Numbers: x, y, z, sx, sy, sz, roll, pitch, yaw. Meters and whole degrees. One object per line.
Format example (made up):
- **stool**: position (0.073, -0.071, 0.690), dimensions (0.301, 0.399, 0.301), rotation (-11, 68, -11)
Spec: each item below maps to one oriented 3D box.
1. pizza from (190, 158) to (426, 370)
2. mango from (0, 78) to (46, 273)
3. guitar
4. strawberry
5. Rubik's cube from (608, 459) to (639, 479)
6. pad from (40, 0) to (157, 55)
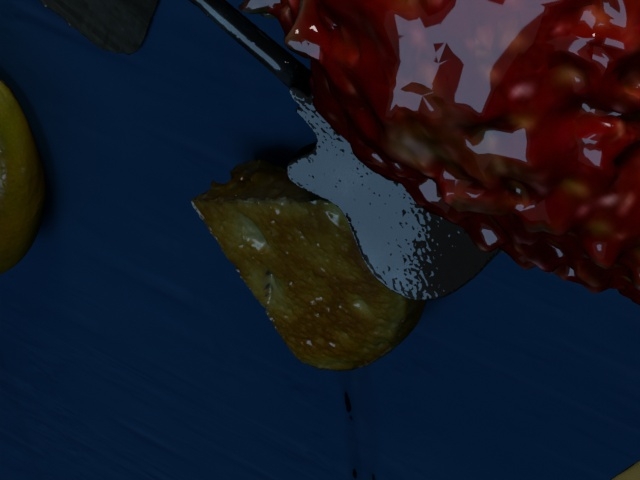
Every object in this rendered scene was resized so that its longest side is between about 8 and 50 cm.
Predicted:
- **pizza**: position (0.001, 0.000, 0.882), dimensions (0.134, 0.046, 0.175), rotation (39, 149, 0)
- **mango**: position (-0.218, -0.038, 1.056), dimensions (0.101, 0.066, 0.187), rotation (34, 140, 8)
- **guitar**: position (-0.006, -0.068, 0.774), dimensions (0.233, 0.025, 0.088), rotation (40, 111, -4)
- **strawberry**: position (0.111, -0.052, 0.620), dimensions (0.306, 0.138, 0.233), rotation (40, 147, 3)
- **Rubik's cube**: position (0.234, 0.184, 0.636), dimensions (0.319, 0.319, 0.264), rotation (13, 178, 37)
- **pad**: position (-0.167, -0.222, 0.771), dimensions (0.250, 0.055, 0.323), rotation (39, 166, 3)
